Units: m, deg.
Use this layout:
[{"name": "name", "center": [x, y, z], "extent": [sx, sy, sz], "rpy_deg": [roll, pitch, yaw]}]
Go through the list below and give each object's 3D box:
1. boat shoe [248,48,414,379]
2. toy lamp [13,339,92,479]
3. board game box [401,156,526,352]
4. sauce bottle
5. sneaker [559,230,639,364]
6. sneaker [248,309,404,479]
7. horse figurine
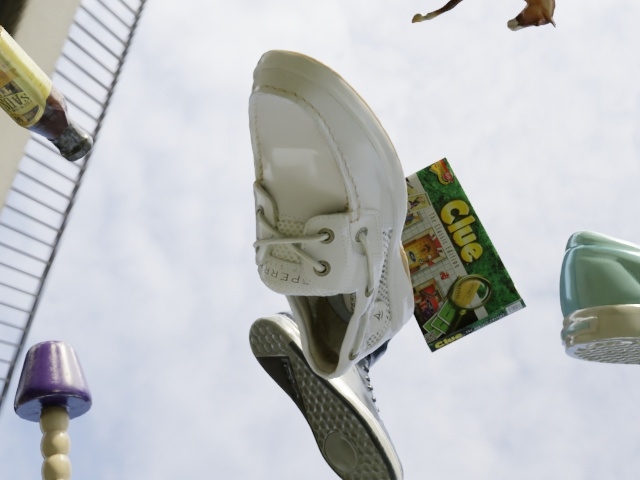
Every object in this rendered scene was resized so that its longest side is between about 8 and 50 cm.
[{"name": "boat shoe", "center": [0.000, 0.000, 0.707], "extent": [0.098, 0.277, 0.096], "rpy_deg": [20, -124, 33]}, {"name": "toy lamp", "center": [-0.253, 0.228, 0.992], "extent": [0.080, 0.080, 0.275], "rpy_deg": [-18, -121, 15]}, {"name": "board game box", "center": [0.158, 0.013, 1.379], "extent": [0.136, 0.030, 0.260], "rpy_deg": [-26, -128, 4]}, {"name": "sauce bottle", "center": [-0.214, -0.107, 0.757], "extent": [0.042, 0.128, 0.042], "rpy_deg": [-20, -135, 21]}, {"name": "sneaker", "center": [0.410, 0.054, 1.081], "extent": [0.135, 0.366, 0.150], "rpy_deg": [-31, -125, 57]}, {"name": "sneaker", "center": [0.049, 0.151, 1.097], "extent": [0.226, 0.163, 0.086], "rpy_deg": [55, -49, 15]}, {"name": "horse figurine", "center": [0.183, -0.376, 1.264], "extent": [0.174, 0.066, 0.263], "rpy_deg": [-9, -90, 12]}]
